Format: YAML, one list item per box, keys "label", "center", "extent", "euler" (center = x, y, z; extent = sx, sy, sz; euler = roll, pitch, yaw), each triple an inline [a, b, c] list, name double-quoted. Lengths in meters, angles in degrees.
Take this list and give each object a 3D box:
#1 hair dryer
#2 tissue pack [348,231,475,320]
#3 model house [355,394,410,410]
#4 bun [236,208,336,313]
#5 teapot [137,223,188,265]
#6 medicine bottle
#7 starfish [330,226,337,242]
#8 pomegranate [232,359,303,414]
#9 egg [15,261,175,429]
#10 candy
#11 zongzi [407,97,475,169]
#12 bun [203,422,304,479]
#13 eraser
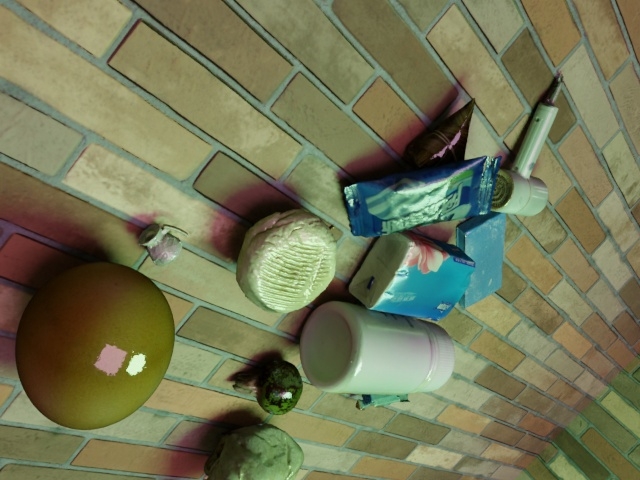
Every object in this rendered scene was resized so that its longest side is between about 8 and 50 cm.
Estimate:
- label: "hair dryer"
  center: [0.534, -0.232, 1.386]
  extent: [0.173, 0.107, 0.357]
  euler: [3, 114, -39]
- label: "tissue pack"
  center: [0.235, 0.093, 1.390]
  extent: [0.270, 0.137, 0.209]
  euler: [15, 114, -41]
- label: "model house"
  center: [0.167, 0.440, 1.643]
  extent: [0.149, 0.119, 0.148]
  euler: [-24, 158, 13]
- label: "bun"
  center: [-0.078, 0.033, 1.136]
  extent: [0.221, 0.134, 0.220]
  euler: [-15, 122, -25]
- label: "teapot"
  center: [-0.287, 0.001, 1.021]
  extent: [0.083, 0.064, 0.064]
  euler: [-37, 127, 1]
- label: "medicine bottle"
  center: [0.155, 0.281, 1.422]
  extent: [0.389, 0.219, 0.219]
  euler: [14, 114, -41]
- label: "starfish"
  center: [0.000, 0.000, 1.249]
  extent: [0.092, 0.016, 0.086]
  euler: [-38, 133, -1]
- label: "pomegranate"
  center: [-0.123, 0.351, 1.375]
  extent: [0.125, 0.163, 0.138]
  euler: [-56, 170, -44]
- label: "egg"
  center: [-0.384, 0.186, 0.961]
  extent: [0.250, 0.250, 0.322]
  euler: [0, 126, -34]
- label: "candy"
  center: [0.221, -0.090, 1.218]
  extent: [0.332, 0.077, 0.187]
  euler: [-12, 141, 1]
- label: "zongzi"
  center: [0.310, -0.201, 1.251]
  extent: [0.184, 0.084, 0.187]
  euler: [-44, 137, 11]
- label: "bun"
  center: [-0.181, 0.573, 1.409]
  extent: [0.281, 0.281, 0.204]
  euler: [-41, 101, -1]
- label: "eraser"
  center: [0.450, 0.055, 1.573]
  extent: [0.144, 0.042, 0.311]
  euler: [-26, 133, -15]
